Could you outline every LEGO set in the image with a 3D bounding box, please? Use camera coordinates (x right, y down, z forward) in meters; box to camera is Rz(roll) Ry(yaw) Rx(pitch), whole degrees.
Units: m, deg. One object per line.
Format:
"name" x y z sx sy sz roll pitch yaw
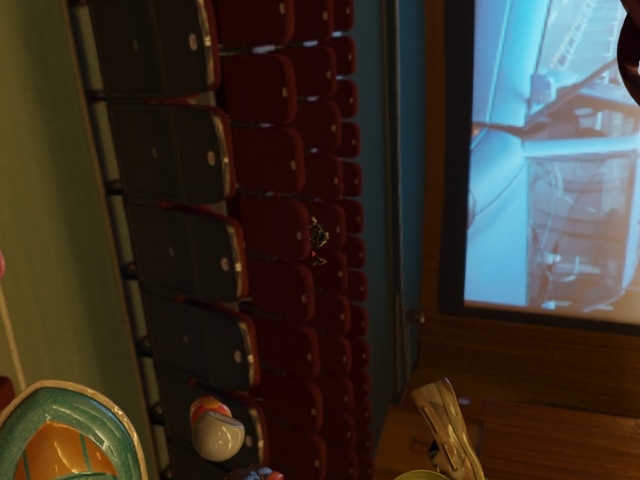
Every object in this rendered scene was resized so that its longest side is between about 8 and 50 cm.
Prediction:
"LEGO set" -0.001 0.001 1.042 0.023 0.054 0.083 -4 101 -40

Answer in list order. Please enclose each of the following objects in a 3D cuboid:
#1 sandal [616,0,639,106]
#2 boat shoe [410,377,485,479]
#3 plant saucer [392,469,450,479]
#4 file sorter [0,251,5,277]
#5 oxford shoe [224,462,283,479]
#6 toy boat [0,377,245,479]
"sandal" 0.314 -0.159 0.522 0.416 0.102 0.169 62 1 9
"boat shoe" 0.310 0.507 1.459 0.121 0.110 0.341 58 13 -87
"plant saucer" 0.232 0.655 1.392 0.037 0.240 0.241 120 -18 -68
"file sorter" -0.497 0.036 0.580 0.291 0.202 0.182 -53 128 -59
"oxford shoe" -0.179 0.554 1.287 0.097 0.098 0.271 -68 161 8
"toy boat" -0.258 0.284 0.774 0.148 0.318 0.268 2 -69 70
